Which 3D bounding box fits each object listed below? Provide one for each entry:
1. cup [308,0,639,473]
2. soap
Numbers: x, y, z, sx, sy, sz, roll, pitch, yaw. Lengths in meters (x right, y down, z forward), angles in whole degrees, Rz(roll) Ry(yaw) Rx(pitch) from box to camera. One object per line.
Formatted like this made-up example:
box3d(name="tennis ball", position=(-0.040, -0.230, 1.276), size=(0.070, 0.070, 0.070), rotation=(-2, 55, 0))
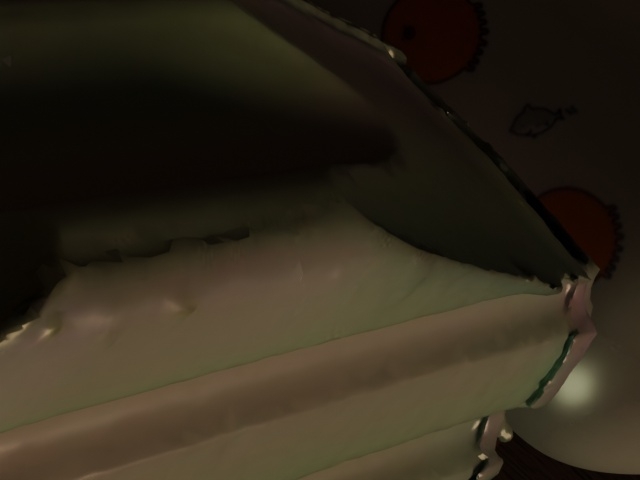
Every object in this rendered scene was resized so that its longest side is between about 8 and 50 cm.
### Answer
box3d(name="cup", position=(0.085, -0.055, 0.832), size=(0.212, 0.317, 0.212), rotation=(-44, 164, -16))
box3d(name="soap", position=(-0.104, 0.054, 0.576), size=(0.446, 0.156, 0.261), rotation=(-12, 139, -47))
